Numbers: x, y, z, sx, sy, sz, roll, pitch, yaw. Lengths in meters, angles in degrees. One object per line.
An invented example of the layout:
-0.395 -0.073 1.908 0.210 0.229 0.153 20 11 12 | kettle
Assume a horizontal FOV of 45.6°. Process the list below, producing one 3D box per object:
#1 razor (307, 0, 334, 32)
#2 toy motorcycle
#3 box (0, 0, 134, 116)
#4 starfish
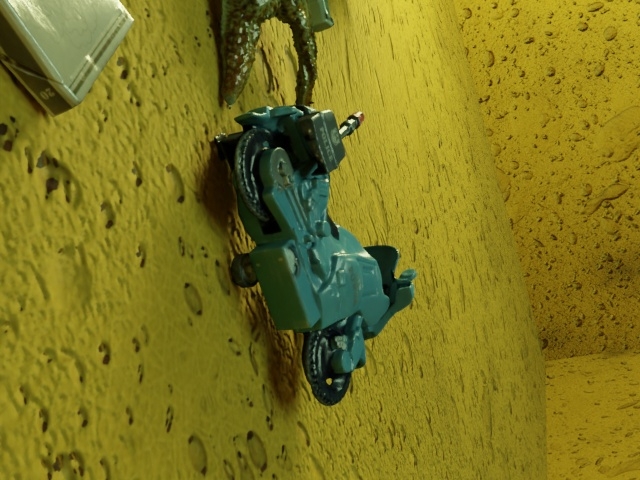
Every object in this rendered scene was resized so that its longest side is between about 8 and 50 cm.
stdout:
-0.020 -0.411 0.997 0.111 0.056 0.278 5 81 -68 | razor
0.000 0.000 0.698 0.182 0.123 0.272 -45 122 -55 | toy motorcycle
-0.185 -0.180 0.433 0.109 0.029 0.198 -79 149 -47 | box
-0.077 -0.288 0.737 0.358 0.078 0.347 21 61 -66 | starfish
